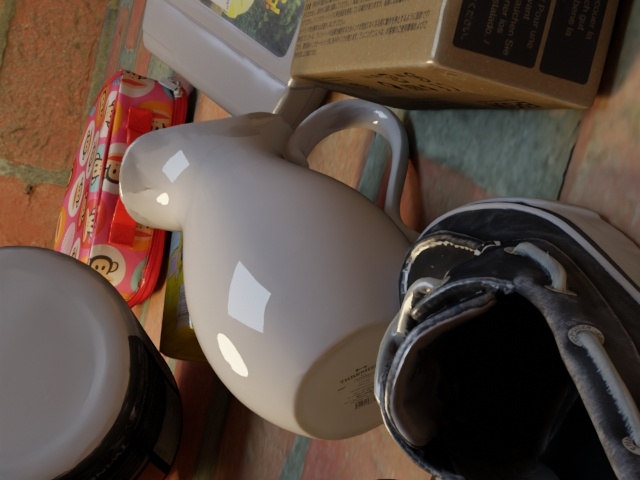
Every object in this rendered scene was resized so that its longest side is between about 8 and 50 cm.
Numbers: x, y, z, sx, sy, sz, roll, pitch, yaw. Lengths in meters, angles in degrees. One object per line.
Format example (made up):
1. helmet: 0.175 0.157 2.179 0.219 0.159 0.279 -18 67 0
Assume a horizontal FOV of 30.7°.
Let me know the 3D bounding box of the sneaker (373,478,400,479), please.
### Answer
1. sneaker: 0.069 0.197 0.325 0.130 0.109 0.286 -32 59 27

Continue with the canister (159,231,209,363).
1. canister: -0.093 0.013 1.010 0.126 0.073 0.170 141 136 -65

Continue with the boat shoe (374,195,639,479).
1. boat shoe: 0.070 0.049 0.433 0.301 0.102 0.108 -123 48 -66

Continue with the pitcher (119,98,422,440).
1. pitcher: 0.000 0.000 0.661 0.207 0.177 0.125 53 164 43

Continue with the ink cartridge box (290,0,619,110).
1. ink cartridge box: 0.071 -0.168 0.595 0.234 0.088 0.193 -157 80 -73

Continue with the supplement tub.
1. supplement tub: -0.235 0.147 1.034 0.338 0.207 0.207 89 -174 -71

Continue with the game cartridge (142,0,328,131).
1. game cartridge: -0.040 -0.233 0.881 0.196 0.060 0.294 36 125 30

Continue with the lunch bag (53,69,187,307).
1. lunch bag: -0.251 -0.063 1.470 0.258 0.120 0.293 150 130 -66
